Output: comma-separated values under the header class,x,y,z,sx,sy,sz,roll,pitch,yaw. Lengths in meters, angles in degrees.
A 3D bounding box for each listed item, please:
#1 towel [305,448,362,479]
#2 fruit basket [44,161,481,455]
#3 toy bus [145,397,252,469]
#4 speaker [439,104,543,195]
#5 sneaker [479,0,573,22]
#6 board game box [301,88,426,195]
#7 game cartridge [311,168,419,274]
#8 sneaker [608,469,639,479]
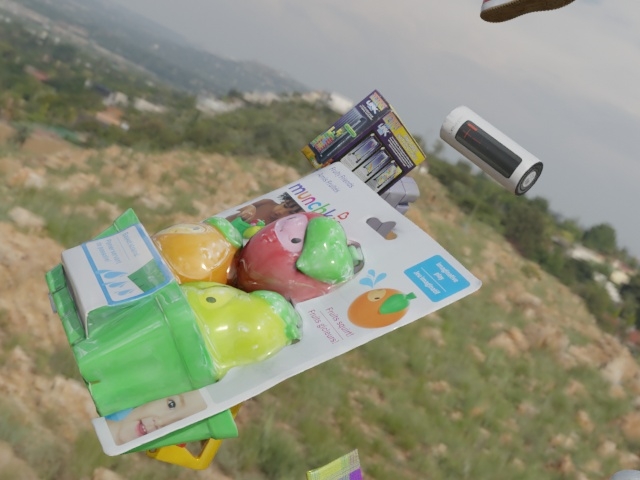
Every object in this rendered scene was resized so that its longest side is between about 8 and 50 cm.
class,x,y,z,sx,sy,sz,roll,pitch,yaw
towel,0.014,0.234,0.944,0.060,0.083,0.009,-21,26,-31
fruit basket,-0.078,0.035,0.998,0.327,0.353,0.165,48,-16,57
toy bus,-0.127,0.158,1.181,0.104,0.191,0.202,21,-27,-24
speaker,0.220,-0.118,1.353,0.136,0.055,0.055,42,13,26
sneaker,0.224,-0.277,1.112,0.118,0.067,0.042,-6,-21,41
board game box,0.067,-0.128,1.549,0.048,0.141,0.170,52,4,31
game cartridge,0.000,0.000,1.951,0.230,0.355,0.068,8,47,-32
sneaker,0.400,0.419,1.206,0.104,0.296,0.147,-17,11,27
